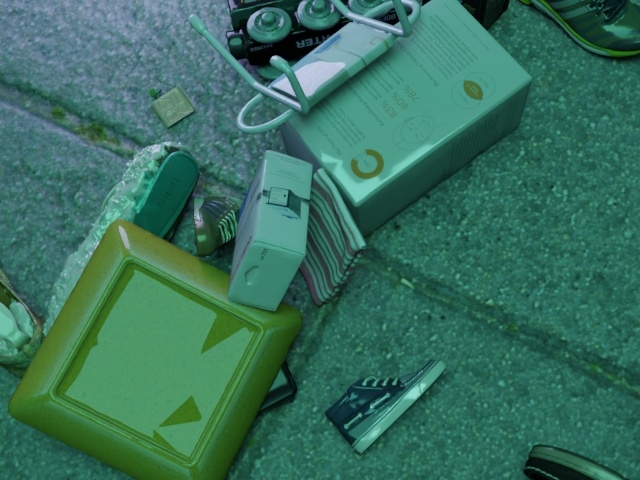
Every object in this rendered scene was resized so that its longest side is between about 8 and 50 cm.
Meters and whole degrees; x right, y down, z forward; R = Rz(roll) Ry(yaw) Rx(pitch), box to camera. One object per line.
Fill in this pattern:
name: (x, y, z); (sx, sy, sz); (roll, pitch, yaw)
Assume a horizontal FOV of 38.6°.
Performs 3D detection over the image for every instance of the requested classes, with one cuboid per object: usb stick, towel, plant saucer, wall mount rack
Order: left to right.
plant saucer: (-0.233, 0.177, 1.330); (0.333, 0.081, 0.332); (28, 78, -5)
usb stick: (-0.168, 0.266, 1.404); (0.278, 0.045, 0.077); (-28, 79, -6)
wall mount rack: (-0.032, -0.326, 1.415); (0.350, 0.130, 0.304); (-39, 38, -13)
towel: (0.000, 0.000, 1.411); (0.029, 0.197, 0.144); (-18, 67, -30)

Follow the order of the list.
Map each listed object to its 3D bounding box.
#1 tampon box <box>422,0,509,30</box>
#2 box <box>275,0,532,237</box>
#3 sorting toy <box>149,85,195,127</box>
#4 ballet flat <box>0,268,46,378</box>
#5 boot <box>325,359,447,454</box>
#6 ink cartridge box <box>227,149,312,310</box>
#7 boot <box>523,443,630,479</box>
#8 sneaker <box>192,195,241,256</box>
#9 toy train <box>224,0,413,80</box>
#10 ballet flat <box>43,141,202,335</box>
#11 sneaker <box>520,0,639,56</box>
tampon box: (0.252, -0.439, 1.560); (0.120, 0.161, 0.101); (38, 77, 15)
box: (0.133, -0.200, 1.480); (0.345, 0.168, 0.215); (-35, 72, -9)
sorting toy: (-0.266, -0.245, 1.610); (0.062, 0.012, 0.083); (-35, 75, -3)
ballet flat: (-0.555, 0.086, 1.461); (0.349, 0.123, 0.123); (40, 78, 16)
boot: (0.099, 0.228, 1.382); (0.190, 0.069, 0.086); (-42, 75, -8)
ink cartridge box: (-0.074, -0.015, 1.348); (0.082, 0.139, 0.190); (15, 46, -14)
boot: (0.387, 0.486, 1.238); (0.377, 0.138, 0.284); (36, 77, 10)
sneaker: (-0.157, -0.031, 1.451); (0.086, 0.192, 0.064); (-6, 110, -6)
toy train: (-0.010, -0.403, 1.587); (0.334, 0.142, 0.190); (-13, 61, -1)
ballet flat: (-0.332, 0.017, 1.479); (0.147, 0.147, 0.408); (24, 71, 12)
sneaker: (0.446, -0.421, 1.559); (0.300, 0.121, 0.111); (35, 77, 15)
